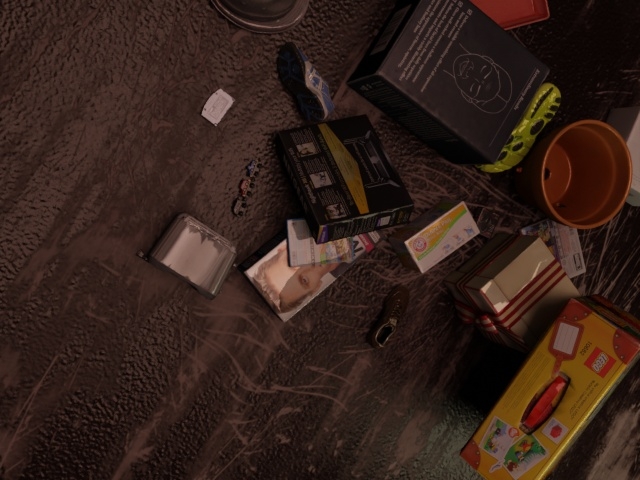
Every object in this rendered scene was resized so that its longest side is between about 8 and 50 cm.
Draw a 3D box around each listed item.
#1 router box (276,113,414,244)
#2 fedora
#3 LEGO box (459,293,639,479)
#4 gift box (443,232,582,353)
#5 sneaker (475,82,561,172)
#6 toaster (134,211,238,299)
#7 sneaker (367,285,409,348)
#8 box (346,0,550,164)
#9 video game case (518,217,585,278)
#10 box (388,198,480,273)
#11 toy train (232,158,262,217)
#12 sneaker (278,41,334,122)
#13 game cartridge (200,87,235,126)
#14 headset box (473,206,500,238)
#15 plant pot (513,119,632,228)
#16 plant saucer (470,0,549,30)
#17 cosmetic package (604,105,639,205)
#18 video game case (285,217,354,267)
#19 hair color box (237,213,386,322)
[{"bbox_3d":[0.054,-0.156,1.672,0.243,0.081,0.308,-13,58,-16],"label":"router box"},{"bbox_3d":[-0.136,-0.627,1.627,0.276,0.124,0.243,15,92,-19],"label":"fedora"},{"bbox_3d":[0.630,0.394,1.790,0.372,0.193,0.500,3,121,-58],"label":"LEGO box"},{"bbox_3d":[0.521,0.160,1.858,0.258,0.255,0.276,-39,97,-9],"label":"gift box"},{"bbox_3d":[0.540,-0.309,1.896,0.109,0.123,0.295,37,103,-19],"label":"sneaker"},{"bbox_3d":[-0.311,0.030,1.644,0.227,0.129,0.146,34,81,-16],"label":"toaster"},{"bbox_3d":[0.197,0.213,1.859,0.066,0.071,0.188,30,87,-19],"label":"sneaker"},{"bbox_3d":[0.325,-0.420,1.756,0.395,0.212,0.293,33,85,-18],"label":"box"},{"bbox_3d":[0.687,0.030,2.026,0.184,0.023,0.201,-20,103,-15],"label":"video game case"},{"bbox_3d":[0.305,-0.014,1.847,0.203,0.114,0.103,-34,105,-11],"label":"box"},{"bbox_3d":[-0.185,-0.134,1.719,0.036,0.027,0.158,21,90,-8],"label":"toy train"},{"bbox_3d":[-0.035,-0.399,1.722,0.081,0.080,0.211,-33,100,-48],"label":"sneaker"},{"bbox_3d":[-0.254,-0.329,1.679,0.056,0.017,0.083,37,84,-22],"label":"game cartridge"},{"bbox_3d":[0.461,-0.047,1.937,0.062,0.032,0.083,24,87,-19],"label":"headset box"},{"bbox_3d":[0.678,-0.184,1.903,0.291,0.203,0.290,-2,97,-17],"label":"plant pot"},{"bbox_3d":[0.480,-0.701,1.862,0.259,0.048,0.258,-19,102,-15],"label":"plant saucer"},{"bbox_3d":[0.936,-0.244,2.017,0.224,0.138,0.224,24,87,-19],"label":"cosmetic package"},{"bbox_3d":[0.000,0.000,1.689,0.166,0.015,0.119,-6,95,-16],"label":"video game case"},{"bbox_3d":[-0.021,0.029,1.750,0.347,0.105,0.174,-40,106,-10],"label":"hair color box"}]
